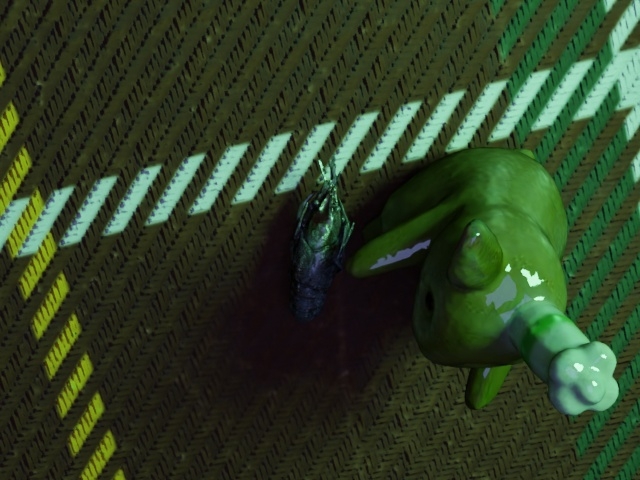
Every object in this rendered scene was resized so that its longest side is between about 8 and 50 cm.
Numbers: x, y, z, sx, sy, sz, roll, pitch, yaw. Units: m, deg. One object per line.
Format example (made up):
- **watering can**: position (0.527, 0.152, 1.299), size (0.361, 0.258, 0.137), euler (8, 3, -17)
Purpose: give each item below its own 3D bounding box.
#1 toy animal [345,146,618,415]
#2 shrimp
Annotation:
- **toy animal**: position (0.130, 0.040, 1.092), size (0.181, 0.363, 0.180), euler (42, 112, -10)
- **shrimp**: position (0.000, 0.000, 1.207), size (0.057, 0.065, 0.165), euler (17, 102, 4)
